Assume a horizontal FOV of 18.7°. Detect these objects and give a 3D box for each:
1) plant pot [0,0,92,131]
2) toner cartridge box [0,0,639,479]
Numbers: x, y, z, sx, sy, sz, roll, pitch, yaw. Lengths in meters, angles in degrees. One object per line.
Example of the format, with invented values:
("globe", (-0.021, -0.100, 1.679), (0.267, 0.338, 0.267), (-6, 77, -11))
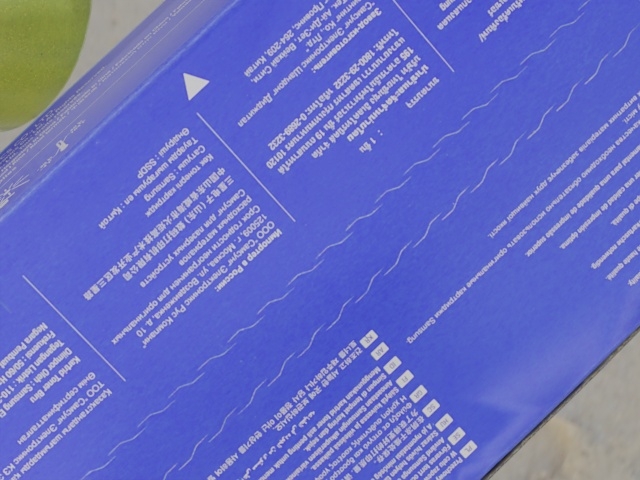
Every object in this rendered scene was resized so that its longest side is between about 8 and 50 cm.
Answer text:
("plant pot", (-0.391, -0.221, 1.624), (0.293, 0.275, 0.275), (-7, 53, -50))
("toner cartridge box", (0.000, 0.000, 0.592), (0.348, 0.075, 0.165), (-43, 110, -4))
